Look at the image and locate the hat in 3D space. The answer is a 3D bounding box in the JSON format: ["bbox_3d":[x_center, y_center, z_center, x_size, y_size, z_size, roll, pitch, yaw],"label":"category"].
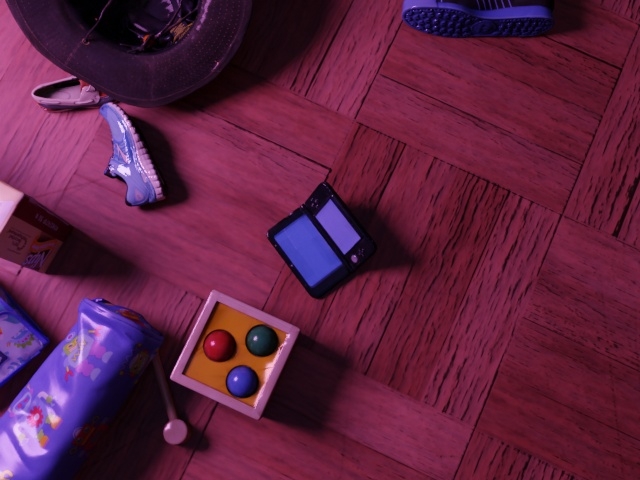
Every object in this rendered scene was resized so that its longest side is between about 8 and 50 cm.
[{"bbox_3d":[-0.258,-0.360,0.989,0.331,0.134,0.331,-1,110,-4],"label":"hat"}]

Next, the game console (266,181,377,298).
[{"bbox_3d":[0.000,0.000,0.975,0.071,0.107,0.122,-32,81,-36],"label":"game console"}]

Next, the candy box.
[{"bbox_3d":[-0.506,-0.075,0.917,0.316,0.183,0.088,28,79,4],"label":"candy box"}]

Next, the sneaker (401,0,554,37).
[{"bbox_3d":[0.233,-0.360,1.047,0.232,0.081,0.091,1,76,-8],"label":"sneaker"}]

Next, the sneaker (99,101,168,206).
[{"bbox_3d":[-0.280,-0.121,0.994,0.073,0.063,0.162,-26,81,-3],"label":"sneaker"}]

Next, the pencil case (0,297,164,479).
[{"bbox_3d":[-0.332,0.215,0.900,0.133,0.119,0.306,29,80,25],"label":"pencil case"}]

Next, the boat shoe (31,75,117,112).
[{"bbox_3d":[-0.346,-0.219,1.021,0.137,0.043,0.049,-13,78,-5],"label":"boat shoe"}]

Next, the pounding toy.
[{"bbox_3d":[-0.150,0.175,0.923,0.181,0.094,0.206,24,79,3],"label":"pounding toy"}]

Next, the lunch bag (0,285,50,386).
[{"bbox_3d":[-0.458,0.125,0.931,0.129,0.096,0.151,-43,97,-11],"label":"lunch bag"}]
